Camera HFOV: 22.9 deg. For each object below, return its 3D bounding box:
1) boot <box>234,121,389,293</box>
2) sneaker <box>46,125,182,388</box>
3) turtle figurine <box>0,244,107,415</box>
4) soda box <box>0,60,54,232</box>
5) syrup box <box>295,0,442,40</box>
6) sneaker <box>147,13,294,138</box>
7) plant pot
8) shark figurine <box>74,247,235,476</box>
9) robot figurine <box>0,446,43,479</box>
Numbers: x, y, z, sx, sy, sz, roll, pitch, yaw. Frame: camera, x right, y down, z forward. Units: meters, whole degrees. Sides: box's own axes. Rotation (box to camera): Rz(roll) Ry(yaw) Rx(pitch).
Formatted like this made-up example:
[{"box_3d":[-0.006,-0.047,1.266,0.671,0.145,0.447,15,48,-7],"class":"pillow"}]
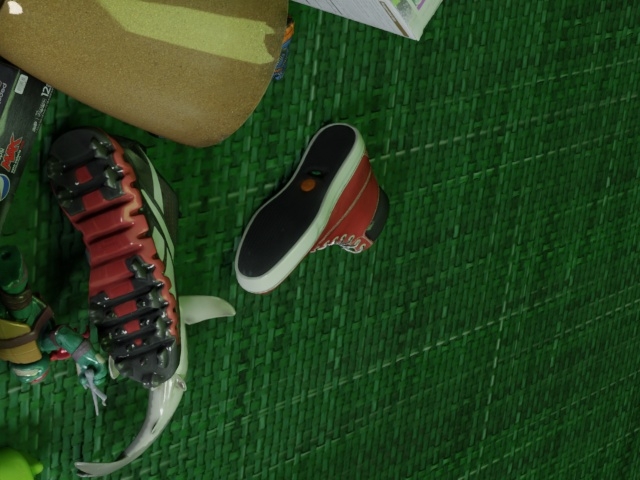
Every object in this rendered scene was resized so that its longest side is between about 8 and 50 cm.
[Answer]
[{"box_3d":[0.000,0.000,1.942,0.244,0.088,0.176,-54,143,-23],"class":"boot"},{"box_3d":[-0.190,0.012,1.639,0.135,0.098,0.276,-19,92,-65],"class":"sneaker"},{"box_3d":[-0.312,0.099,1.584,0.175,0.118,0.234,-16,137,2],"class":"turtle figurine"},{"box_3d":[-0.318,-0.087,1.519,0.053,0.060,0.169,20,91,-55],"class":"soda box"},{"box_3d":[0.020,-0.301,1.681,0.093,0.237,0.096,-59,143,-10],"class":"syrup box"},{"box_3d":[-0.104,-0.169,1.730,0.221,0.083,0.087,-38,140,-31],"class":"sneaker"},{"box_3d":[-0.203,-0.224,1.486,0.254,0.237,0.237,9,101,-38],"class":"plant pot"},{"box_3d":[-0.192,0.138,1.767,0.166,0.116,0.278,2,100,-17],"class":"shark figurine"},{"box_3d":[-0.347,0.258,1.654,0.115,0.067,0.101,-20,128,-44],"class":"robot figurine"}]
